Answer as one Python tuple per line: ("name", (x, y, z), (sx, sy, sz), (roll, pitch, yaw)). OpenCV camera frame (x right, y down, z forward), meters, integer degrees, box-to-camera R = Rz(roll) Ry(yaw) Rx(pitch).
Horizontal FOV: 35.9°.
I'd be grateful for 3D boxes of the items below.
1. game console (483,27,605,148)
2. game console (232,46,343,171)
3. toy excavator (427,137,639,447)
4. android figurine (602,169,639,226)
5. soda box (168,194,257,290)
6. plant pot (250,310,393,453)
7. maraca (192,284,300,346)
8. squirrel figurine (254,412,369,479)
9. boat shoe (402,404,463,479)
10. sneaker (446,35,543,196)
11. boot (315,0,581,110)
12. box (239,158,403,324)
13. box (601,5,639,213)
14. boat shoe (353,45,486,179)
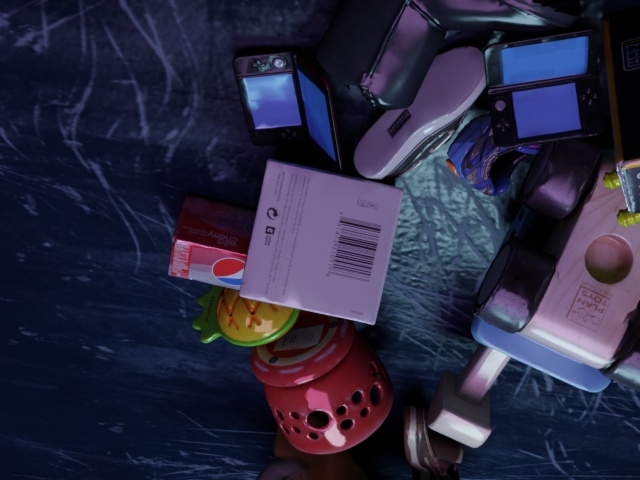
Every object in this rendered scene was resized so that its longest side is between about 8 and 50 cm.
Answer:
("game console", (0.242, -0.161, 1.061), (0.122, 0.107, 0.071), (-7, 179, 9))
("game console", (-0.040, -0.156, 1.219), (0.124, 0.085, 0.144), (-5, 134, 6))
("toy excavator", (0.294, 0.096, 1.318), (0.222, 0.432, 0.445), (24, 178, 1))
("android figurine", (0.435, -0.084, 1.024), (0.273, 0.248, 0.056), (-18, 132, 17))
("soda box", (-0.077, 0.019, 1.404), (0.263, 0.092, 0.083), (13, 139, -3))
("plant pot", (-0.002, 0.201, 1.517), (0.191, 0.191, 0.174), (-11, 123, 22))
("maraca", (-0.110, 0.100, 1.474), (0.186, 0.127, 0.099), (-7, 144, 28))
("squirrel figurine", (0.065, 0.520, 1.716), (0.397, 0.281, 0.370), (14, 155, 43))
("boat shoe", (0.199, 0.356, 1.708), (0.095, 0.095, 0.257), (-6, 145, 9))
("sneaker", (0.238, -0.142, 1.152), (0.083, 0.087, 0.221), (0, 133, -36))
("boot", (0.135, -0.232, 1.099), (0.247, 0.094, 0.207), (23, 132, -3))
("box", (0.000, 0.000, 1.288), (0.182, 0.181, 0.119), (12, -179, -1))
("box", (0.458, -0.165, 0.991), (0.322, 0.257, 0.079), (-9, 132, 21))
("boat shoe", (0.133, -0.153, 1.209), (0.070, 0.077, 0.219), (6, 142, -46))
